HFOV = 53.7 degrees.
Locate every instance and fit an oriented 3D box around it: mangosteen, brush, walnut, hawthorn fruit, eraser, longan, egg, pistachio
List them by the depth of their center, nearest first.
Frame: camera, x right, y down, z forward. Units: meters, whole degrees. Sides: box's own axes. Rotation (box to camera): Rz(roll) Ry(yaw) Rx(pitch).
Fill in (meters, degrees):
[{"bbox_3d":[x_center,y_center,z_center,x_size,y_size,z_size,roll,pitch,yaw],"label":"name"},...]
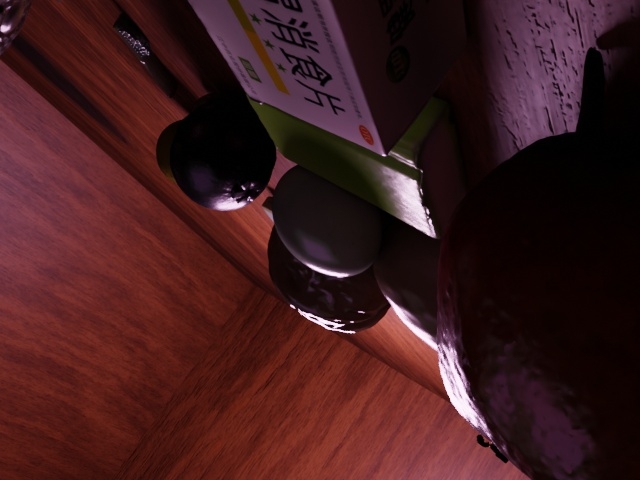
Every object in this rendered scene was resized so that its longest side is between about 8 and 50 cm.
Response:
[{"bbox_3d":[0.236,0.028,0.531,0.284,0.284,0.369,14,117,60],"label":"hawthorn fruit"},{"bbox_3d":[0.043,-0.132,0.786,0.274,0.092,0.210,31,167,28],"label":"eraser"},{"bbox_3d":[0.200,0.068,0.938,0.288,0.166,0.197,36,130,32],"label":"pistachio"},{"bbox_3d":[0.010,-0.032,0.946,0.192,0.149,0.149,48,172,16],"label":"egg"},{"bbox_3d":[-0.177,-0.163,1.101,0.231,0.194,0.194,59,-179,30],"label":"mangosteen"},{"bbox_3d":[0.024,0.033,1.140,0.273,0.227,0.273,40,171,8],"label":"walnut"},{"bbox_3d":[-0.306,-0.328,1.141,0.027,0.034,0.190,12,157,25],"label":"brush"},{"bbox_3d":[-0.273,-0.171,1.335,0.145,0.176,0.155,1,-146,-9],"label":"longan"}]

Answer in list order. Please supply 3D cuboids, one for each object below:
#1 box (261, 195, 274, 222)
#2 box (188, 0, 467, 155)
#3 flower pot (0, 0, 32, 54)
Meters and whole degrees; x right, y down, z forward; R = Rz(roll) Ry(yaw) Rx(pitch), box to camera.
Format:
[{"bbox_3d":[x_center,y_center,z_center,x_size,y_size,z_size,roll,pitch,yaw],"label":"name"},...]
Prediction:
[{"bbox_3d":[0.000,0.000,1.512,0.270,0.045,0.211,28,166,33],"label":"box"},{"bbox_3d":[-0.014,-0.228,0.449,0.173,0.145,0.333,27,165,28],"label":"box"},{"bbox_3d":[-0.398,-0.368,0.678,0.266,0.267,0.266,33,167,8],"label":"flower pot"}]
